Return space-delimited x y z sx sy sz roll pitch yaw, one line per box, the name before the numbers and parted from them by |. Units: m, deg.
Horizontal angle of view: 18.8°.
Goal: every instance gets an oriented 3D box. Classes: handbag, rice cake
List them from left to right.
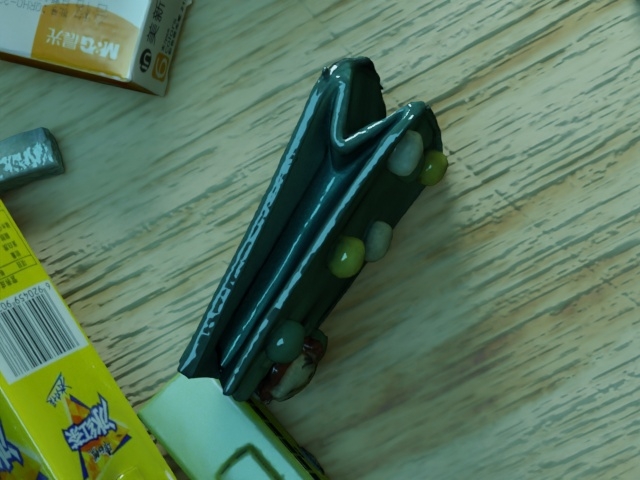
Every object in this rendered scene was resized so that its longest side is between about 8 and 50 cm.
rice cake | -0.340 -0.033 1.707 0.245 0.042 0.045 -25 76 10
handbag | 0.005 0.000 1.511 0.100 0.269 0.274 29 91 6

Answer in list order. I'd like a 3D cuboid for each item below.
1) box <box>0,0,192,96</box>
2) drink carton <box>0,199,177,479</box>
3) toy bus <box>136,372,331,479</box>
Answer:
box | -0.240 -0.259 1.682 0.274 0.091 0.221 12 88 15
drink carton | -0.268 0.114 1.590 0.154 0.111 0.351 -38 83 44
toy bus | -0.062 0.182 1.586 0.088 0.101 0.175 -43 75 2
